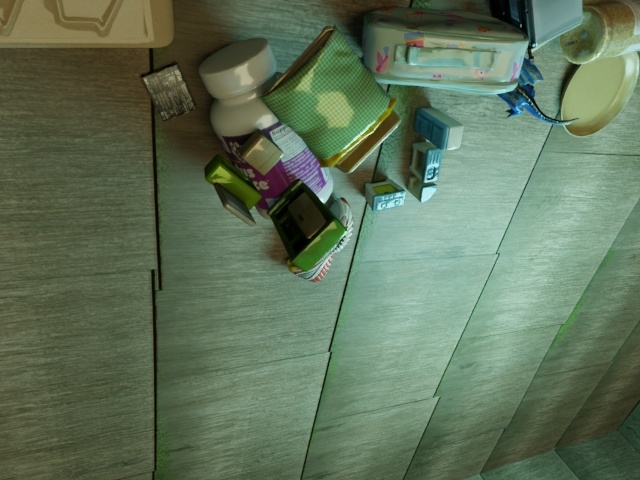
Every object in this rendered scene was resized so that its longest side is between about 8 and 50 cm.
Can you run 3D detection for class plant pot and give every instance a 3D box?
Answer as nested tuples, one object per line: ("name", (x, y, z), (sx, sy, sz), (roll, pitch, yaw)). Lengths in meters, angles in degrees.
("plant pot", (0.695, -0.379, 1.186), (0.236, 0.032, 0.236), (-13, 126, -18))

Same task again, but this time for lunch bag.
("lunch bag", (0.202, -0.333, 0.827), (0.279, 0.224, 0.108), (3, 125, 0))

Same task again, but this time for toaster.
("toaster", (0.397, -0.466, 0.888), (0.110, 0.168, 0.186), (-23, 130, 8))

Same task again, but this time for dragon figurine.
("dragon figurine", (0.399, -0.324, 0.977), (0.085, 0.289, 0.144), (-48, 167, 14))

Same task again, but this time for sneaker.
("sneaker", (0.000, 0.000, 1.083), (0.092, 0.088, 0.225), (16, 114, -32))

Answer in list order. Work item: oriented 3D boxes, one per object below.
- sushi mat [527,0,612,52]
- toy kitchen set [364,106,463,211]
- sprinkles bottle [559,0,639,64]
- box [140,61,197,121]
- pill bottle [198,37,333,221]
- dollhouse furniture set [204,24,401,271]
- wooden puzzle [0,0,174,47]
("sushi mat", (0.576, -0.552, 1.020), (0.316, 0.019, 0.151), (-32, 129, -2))
("toy kitchen set", (0.196, -0.167, 1.037), (0.166, 0.122, 0.207), (-12, 126, -17))
("sprinkles bottle", (0.710, -0.484, 1.049), (0.355, 0.121, 0.121), (-17, 128, -18))
("box", (-0.264, -0.259, 0.824), (0.067, 0.018, 0.083), (-25, 129, -8))
("pill bottle", (-0.096, -0.192, 0.851), (0.169, 0.169, 0.302), (-28, 129, -5))
("dollhouse furniture set", (-0.004, -0.137, 0.722), (0.301, 0.151, 0.197), (-45, 129, 9))
("wooden puzzle", (-0.384, -0.429, 0.619), (0.347, 0.080, 0.322), (-11, 127, -24))
